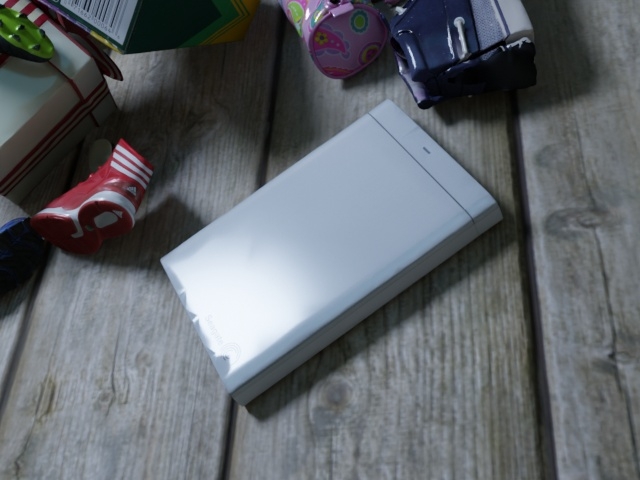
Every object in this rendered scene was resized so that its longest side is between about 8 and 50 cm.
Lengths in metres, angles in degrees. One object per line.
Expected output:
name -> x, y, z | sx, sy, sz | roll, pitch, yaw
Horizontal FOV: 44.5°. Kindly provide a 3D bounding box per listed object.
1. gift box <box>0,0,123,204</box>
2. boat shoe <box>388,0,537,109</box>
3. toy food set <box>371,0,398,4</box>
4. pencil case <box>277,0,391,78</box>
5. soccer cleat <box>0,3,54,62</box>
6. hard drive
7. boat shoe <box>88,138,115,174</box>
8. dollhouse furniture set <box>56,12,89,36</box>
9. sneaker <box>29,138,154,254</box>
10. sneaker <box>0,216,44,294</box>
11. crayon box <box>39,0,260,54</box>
gift box -> -0.464, -0.235, 1.148 | 0.255, 0.276, 0.258 | 42, 81, -4
boat shoe -> 0.153, -0.316, 1.014 | 0.158, 0.127, 0.341 | -16, 52, 5
toy food set -> 0.100, -0.377, 1.156 | 0.122, 0.019, 0.078 | 12, 63, 31
pencil case -> -0.001, -0.356, 1.123 | 0.124, 0.124, 0.284 | -28, 49, 5
soccer cleat -> -0.431, -0.269, 0.997 | 0.072, 0.179, 0.060 | -43, 32, 45
hard drive -> 0.000, 0.000, 0.918 | 0.353, 0.047, 0.233 | -36, 49, -1
boat shoe -> -0.314, -0.079, 1.129 | 0.048, 0.042, 0.133 | -3, 69, 17
dollhouse furniture set -> -0.408, -0.516, 1.442 | 0.201, 0.152, 0.374 | 19, 49, 35
sneaker -> -0.296, -0.060, 1.058 | 0.221, 0.087, 0.128 | -8, 46, 40
sneaker -> -0.481, 0.050, 1.093 | 0.087, 0.083, 0.221 | 25, 68, 42
crayon box -> -0.306, -0.407, 1.112 | 0.363, 0.313, 0.106 | 34, 118, 11
